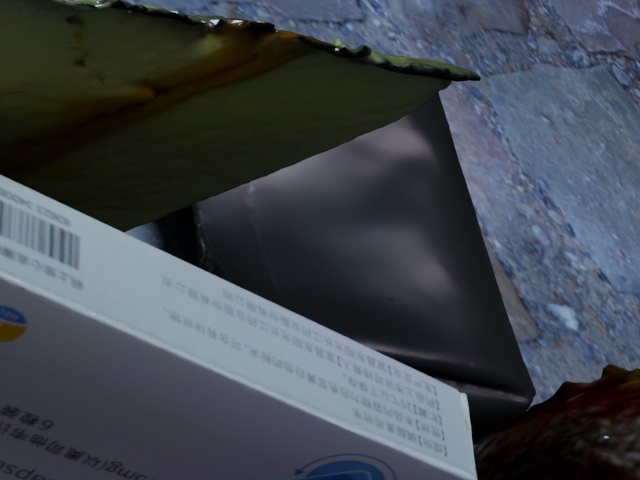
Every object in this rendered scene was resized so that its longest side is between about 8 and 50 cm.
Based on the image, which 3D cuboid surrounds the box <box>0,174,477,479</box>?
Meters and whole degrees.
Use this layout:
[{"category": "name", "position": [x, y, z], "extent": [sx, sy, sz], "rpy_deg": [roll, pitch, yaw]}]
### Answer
[{"category": "box", "position": [-0.118, 0.083, 0.767], "extent": [0.343, 0.200, 0.065], "rpy_deg": [27, 39, -30]}]

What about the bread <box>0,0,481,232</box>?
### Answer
[{"category": "bread", "position": [-0.197, -0.119, 0.787], "extent": [0.345, 0.405, 0.242], "rpy_deg": [12, 55, -60]}]

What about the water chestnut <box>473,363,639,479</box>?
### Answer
[{"category": "water chestnut", "position": [0.169, 0.239, 0.800], "extent": [0.302, 0.350, 0.350], "rpy_deg": [-28, 77, -40]}]

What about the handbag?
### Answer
[{"category": "handbag", "position": [0.000, 0.000, 1.083], "extent": [0.257, 0.113, 0.285], "rpy_deg": [9, 55, -37]}]
